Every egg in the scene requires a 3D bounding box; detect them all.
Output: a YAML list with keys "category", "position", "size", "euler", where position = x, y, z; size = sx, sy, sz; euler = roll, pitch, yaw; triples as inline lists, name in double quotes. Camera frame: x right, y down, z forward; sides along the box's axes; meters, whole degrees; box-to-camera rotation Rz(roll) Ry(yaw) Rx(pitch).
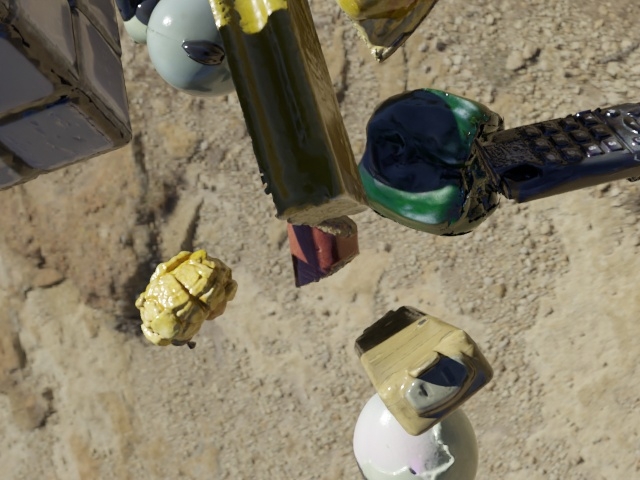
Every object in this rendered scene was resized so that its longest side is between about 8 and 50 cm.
- category: "egg"
  position: [0.137, 0.297, 1.244]
  size: [0.183, 0.183, 0.217]
  euler: [6, 130, 36]

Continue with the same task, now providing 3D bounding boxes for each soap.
- category: "soap"
  position: [-0.036, -0.177, 0.983]
  size: [0.091, 0.199, 0.314]
  euler: [-16, 84, 9]

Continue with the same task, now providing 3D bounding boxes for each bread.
- category: "bread"
  position: [-0.001, 0.000, 1.345]
  size: [0.119, 0.067, 0.192]
  euler: [10, 126, 31]

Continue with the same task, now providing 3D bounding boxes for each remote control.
- category: "remote control"
  position: [0.411, -0.127, 1.114]
  size: [0.144, 0.399, 0.062]
  euler: [-106, 5, -51]

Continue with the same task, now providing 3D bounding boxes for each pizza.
- category: "pizza"
  position: [0.087, -0.340, 1.188]
  size: [0.080, 0.188, 0.204]
  euler: [-108, 34, -45]

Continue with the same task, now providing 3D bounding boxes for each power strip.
- category: "power strip"
  position: [0.064, 0.084, 0.604]
  size: [0.064, 0.305, 0.044]
  euler: [-37, 90, -2]

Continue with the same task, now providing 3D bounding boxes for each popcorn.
- category: "popcorn"
  position: [-0.255, 0.107, 1.549]
  size: [0.194, 0.163, 0.140]
  euler: [-45, 70, 12]

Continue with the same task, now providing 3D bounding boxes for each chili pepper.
- category: "chili pepper"
  position: [0.200, -0.142, 1.536]
  size: [0.257, 0.233, 0.248]
  euler: [18, 97, 24]

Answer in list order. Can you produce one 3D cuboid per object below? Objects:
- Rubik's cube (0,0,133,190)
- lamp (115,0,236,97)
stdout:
- category: "Rubik's cube"
  position: [-0.372, -0.227, 0.601]
  size: [0.337, 0.343, 0.344]
  euler: [-19, 63, 8]
- category: "lamp"
  position: [-0.200, -0.329, 1.332]
  size: [0.244, 0.198, 0.197]
  euler: [33, 114, 25]
